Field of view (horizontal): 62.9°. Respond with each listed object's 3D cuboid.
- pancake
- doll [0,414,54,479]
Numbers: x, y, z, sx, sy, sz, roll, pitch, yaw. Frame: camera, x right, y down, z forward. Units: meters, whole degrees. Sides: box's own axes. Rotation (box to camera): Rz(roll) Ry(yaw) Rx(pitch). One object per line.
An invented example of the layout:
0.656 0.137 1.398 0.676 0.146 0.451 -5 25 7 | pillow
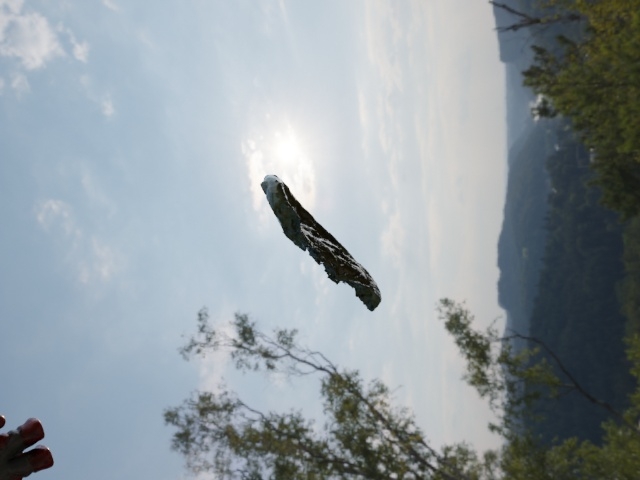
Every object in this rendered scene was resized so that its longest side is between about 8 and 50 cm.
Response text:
-0.002 -0.001 0.409 0.129 0.023 0.116 45 -173 -29 | pancake
-0.310 0.201 0.398 0.195 0.062 0.104 -22 -63 -44 | doll
